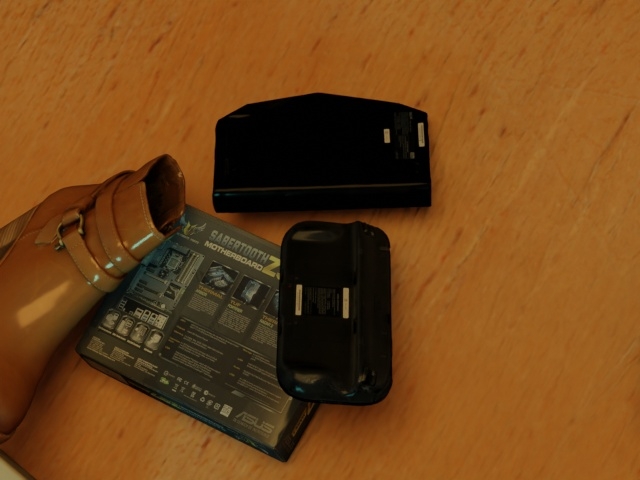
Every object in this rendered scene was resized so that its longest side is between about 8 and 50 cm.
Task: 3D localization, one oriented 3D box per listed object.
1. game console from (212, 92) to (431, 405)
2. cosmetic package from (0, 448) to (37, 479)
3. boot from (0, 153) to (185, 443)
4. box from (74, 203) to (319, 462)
[{"bbox_3d":[0.000,0.000,1.637,0.213,0.044,0.361,-1,51,3],"label":"game console"},{"bbox_3d":[-0.347,0.225,1.602,0.309,0.160,0.113,37,79,22],"label":"cosmetic package"},{"bbox_3d":[-0.229,0.047,1.621,0.220,0.109,0.283,-24,31,23],"label":"boot"},{"bbox_3d":[-0.093,0.082,1.667,0.232,0.059,0.183,23,74,19],"label":"box"}]
